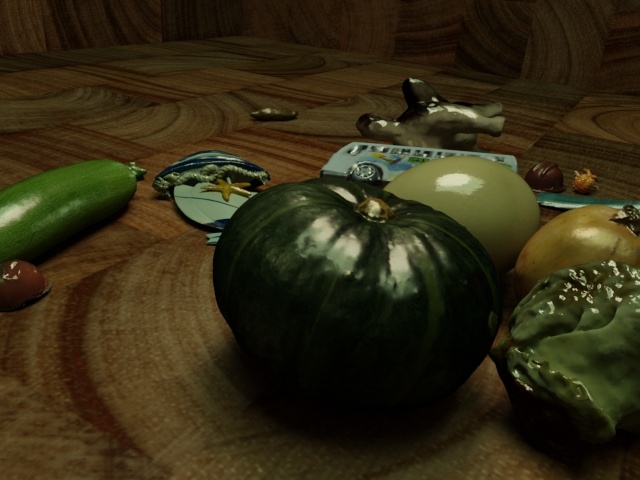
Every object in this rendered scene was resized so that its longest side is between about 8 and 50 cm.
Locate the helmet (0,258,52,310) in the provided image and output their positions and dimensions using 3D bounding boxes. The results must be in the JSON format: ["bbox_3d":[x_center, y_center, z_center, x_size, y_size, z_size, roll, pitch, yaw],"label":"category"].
[{"bbox_3d":[-0.381,0.047,0.718,0.065,0.049,0.084,11,26,16],"label":"helmet"}]

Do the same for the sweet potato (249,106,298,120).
[{"bbox_3d":[-0.127,-0.362,1.639,0.153,0.038,0.041,-6,50,-26],"label":"sweet potato"}]

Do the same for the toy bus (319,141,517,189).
[{"bbox_3d":[0.171,-0.100,1.003,0.330,0.109,0.135,9,46,18],"label":"toy bus"}]

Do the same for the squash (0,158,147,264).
[{"bbox_3d":[-0.395,-0.051,0.859,0.107,0.107,0.395,12,26,16],"label":"squash"}]

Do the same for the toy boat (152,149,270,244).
[{"bbox_3d":[-0.181,-0.067,1.014,0.221,0.066,0.291,-4,38,-16],"label":"toy boat"}]

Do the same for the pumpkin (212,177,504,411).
[{"bbox_3d":[0.036,0.054,0.607,0.301,0.207,0.300,15,15,-4],"label":"pumpkin"}]

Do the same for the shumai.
[{"bbox_3d":[0.254,0.115,0.541,0.184,0.184,0.142,19,35,27],"label":"shumai"}]

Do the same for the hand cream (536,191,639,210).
[{"bbox_3d":[0.548,-0.068,1.143,0.224,0.048,0.083,13,26,31],"label":"hand cream"}]

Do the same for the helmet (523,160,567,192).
[{"bbox_3d":[0.502,-0.147,1.272,0.111,0.057,0.089,-15,29,-35],"label":"helmet"}]

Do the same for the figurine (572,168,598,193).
[{"bbox_3d":[0.595,-0.135,1.282,0.064,0.047,0.109,41,31,16],"label":"figurine"}]

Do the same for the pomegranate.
[{"bbox_3d":[0.332,0.048,0.687,0.192,0.191,0.191,4,25,-2],"label":"pomegranate"}]

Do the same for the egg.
[{"bbox_3d":[0.188,-0.026,0.816,0.242,0.185,0.186,-8,26,-1],"label":"egg"}]

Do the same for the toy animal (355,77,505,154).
[{"bbox_3d":[0.250,-0.253,1.297,0.303,0.194,0.344,16,22,10],"label":"toy animal"}]
